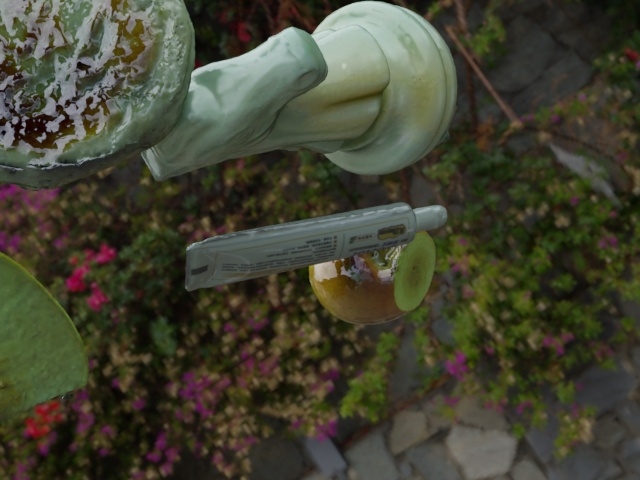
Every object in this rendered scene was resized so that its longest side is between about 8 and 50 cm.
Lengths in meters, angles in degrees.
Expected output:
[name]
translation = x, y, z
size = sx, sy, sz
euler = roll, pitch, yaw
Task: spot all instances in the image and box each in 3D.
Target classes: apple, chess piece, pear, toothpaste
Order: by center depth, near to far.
[toothpaste]
translation = 0.000, 0.000, 0.944
size = 0.256, 0.037, 0.067
euler = -12, -36, -21
[chess piece]
translation = -0.019, -0.130, 0.945
size = 0.298, 0.175, 0.176
euler = -16, -19, -49
[pear]
translation = -0.396, 0.085, 1.012
size = 0.288, 0.139, 0.239
euler = -24, -43, -20
[apple]
translation = 0.066, 0.035, 1.347
size = 0.163, 0.146, 0.147
euler = 4, -13, 5

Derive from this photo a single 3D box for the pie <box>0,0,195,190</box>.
[pie]
translation = -0.211, -0.156, 0.824
size = 0.241, 0.240, 0.054
euler = -33, -7, -6
